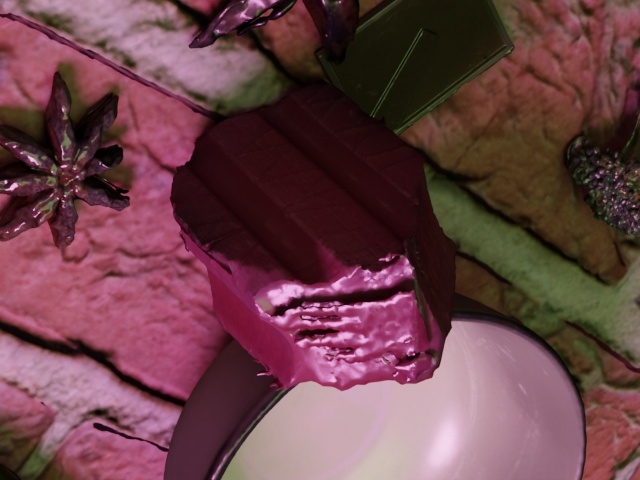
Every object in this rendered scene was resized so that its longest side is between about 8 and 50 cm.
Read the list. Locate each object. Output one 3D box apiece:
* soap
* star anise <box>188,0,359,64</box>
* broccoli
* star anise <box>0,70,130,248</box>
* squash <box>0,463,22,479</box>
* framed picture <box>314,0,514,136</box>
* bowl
[{"bbox_3d":[0.000,0.000,1.303,0.182,0.289,0.112,-29,123,-14],"label":"soap"},{"bbox_3d":[0.000,-0.233,1.298,0.272,0.102,0.272,-12,120,-21],"label":"star anise"},{"bbox_3d":[0.292,-0.100,1.552,0.118,0.122,0.204,3,100,-47],"label":"broccoli"},{"bbox_3d":[-0.193,-0.049,1.323,0.141,0.042,0.141,-12,119,-23],"label":"star anise"},{"bbox_3d":[-0.217,0.271,1.456,0.087,0.087,0.331,-39,130,-6],"label":"squash"},{"bbox_3d":[0.077,-0.150,1.443,0.149,0.011,0.109,-36,127,-8],"label":"framed picture"},{"bbox_3d":[0.018,0.173,1.471,0.353,0.185,0.354,-13,121,-23],"label":"bowl"}]
